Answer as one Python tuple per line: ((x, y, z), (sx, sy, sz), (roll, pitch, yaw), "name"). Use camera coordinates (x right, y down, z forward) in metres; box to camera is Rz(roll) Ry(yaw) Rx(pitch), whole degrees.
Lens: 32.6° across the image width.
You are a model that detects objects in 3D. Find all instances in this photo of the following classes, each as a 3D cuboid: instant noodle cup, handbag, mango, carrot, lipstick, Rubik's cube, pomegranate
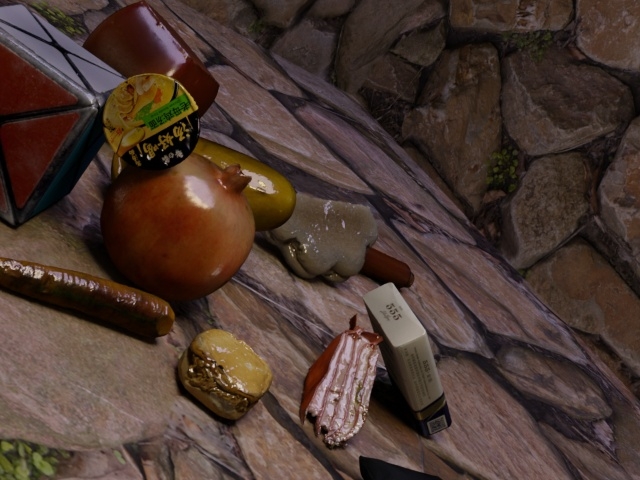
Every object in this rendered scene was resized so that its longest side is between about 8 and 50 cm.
((-0.262, -0.196, 1.727), (0.151, 0.151, 0.122), (33, 10, -13), "instant noodle cup")
((0.185, 0.438, 1.693), (0.211, 0.089, 0.254), (24, 17, -32), "handbag")
((-0.215, -0.107, 2.031), (0.365, 0.182, 0.253), (10, -2, 19), "mango")
((-0.355, 0.077, 1.606), (0.314, 0.066, 0.066), (22, 22, -35), "carrot")
((0.075, 0.030, 2.605), (0.418, 0.077, 0.077), (26, 20, -39), "lipstick")
((-0.483, -0.211, 1.773), (0.255, 0.259, 0.260), (37, 17, -6), "Rubik's cube")
((-0.221, -0.036, 1.810), (0.252, 0.270, 0.229), (49, 22, 8), "pomegranate")

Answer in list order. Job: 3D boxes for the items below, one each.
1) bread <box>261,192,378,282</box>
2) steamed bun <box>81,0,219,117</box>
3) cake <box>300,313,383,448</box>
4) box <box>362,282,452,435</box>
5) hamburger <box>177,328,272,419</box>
((0.003, -0.004, 2.395), (0.337, 0.102, 0.183), (8, 60, -45), "bread")
((-0.377, -0.334, 2.330), (0.235, 0.248, 0.379), (50, 2, 4), "steamed bun")
((0.028, 0.257, 1.885), (0.098, 0.135, 0.287), (39, 35, -12), "cake")
((0.163, 0.224, 2.037), (0.168, 0.071, 0.259), (58, -9, 50), "box")
((-0.146, 0.201, 1.659), (0.138, 0.083, 0.147), (42, 18, 2), "hamburger")
